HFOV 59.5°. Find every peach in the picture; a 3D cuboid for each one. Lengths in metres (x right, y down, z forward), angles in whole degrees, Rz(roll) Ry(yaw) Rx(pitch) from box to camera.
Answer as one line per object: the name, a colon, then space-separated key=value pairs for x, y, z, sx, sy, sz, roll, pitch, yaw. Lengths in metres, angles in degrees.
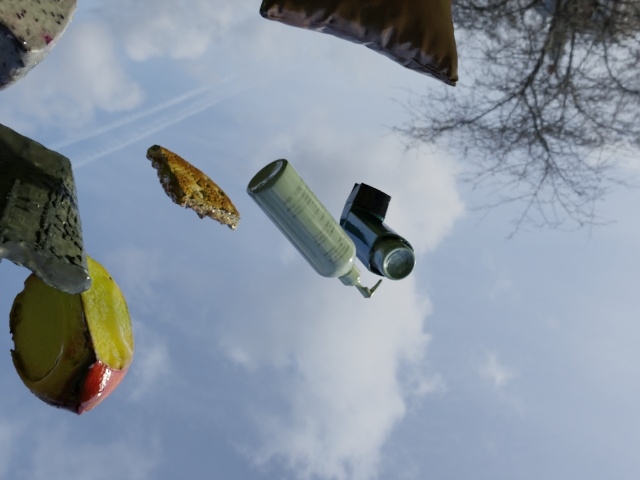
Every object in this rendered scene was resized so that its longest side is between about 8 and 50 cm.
peach: x=-0.383 y=0.163 z=0.885 sx=0.158 sy=0.154 sz=0.267 roll=-34 pitch=-120 yaw=8

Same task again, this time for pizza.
pizza: x=-0.367 y=-0.138 z=1.561 sx=0.335 sy=0.086 sz=0.226 roll=42 pitch=-160 yaw=-7

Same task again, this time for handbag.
handbag: x=-0.324 y=-0.054 z=0.491 sx=0.270 sy=0.089 sz=0.175 roll=34 pitch=-168 yaw=-34

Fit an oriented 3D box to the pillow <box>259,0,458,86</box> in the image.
pillow: x=0.068 y=-0.389 z=0.828 sx=0.307 sy=0.108 sz=0.306 roll=15 pitch=-122 yaw=-18

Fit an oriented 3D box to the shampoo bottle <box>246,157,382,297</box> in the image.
shampoo bottle: x=0.000 y=0.000 z=0.609 sx=0.056 sy=0.195 sz=0.056 roll=-30 pitch=-152 yaw=18

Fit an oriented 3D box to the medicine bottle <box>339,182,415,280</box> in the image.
medicine bottle: x=0.103 y=-0.016 z=1.018 sx=0.079 sy=0.124 sz=0.258 roll=25 pitch=-167 yaw=-21

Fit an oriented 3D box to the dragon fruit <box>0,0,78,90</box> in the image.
dragon fruit: x=-0.492 y=-0.360 z=0.761 sx=0.203 sy=0.283 sz=0.221 roll=-15 pitch=-142 yaw=31
